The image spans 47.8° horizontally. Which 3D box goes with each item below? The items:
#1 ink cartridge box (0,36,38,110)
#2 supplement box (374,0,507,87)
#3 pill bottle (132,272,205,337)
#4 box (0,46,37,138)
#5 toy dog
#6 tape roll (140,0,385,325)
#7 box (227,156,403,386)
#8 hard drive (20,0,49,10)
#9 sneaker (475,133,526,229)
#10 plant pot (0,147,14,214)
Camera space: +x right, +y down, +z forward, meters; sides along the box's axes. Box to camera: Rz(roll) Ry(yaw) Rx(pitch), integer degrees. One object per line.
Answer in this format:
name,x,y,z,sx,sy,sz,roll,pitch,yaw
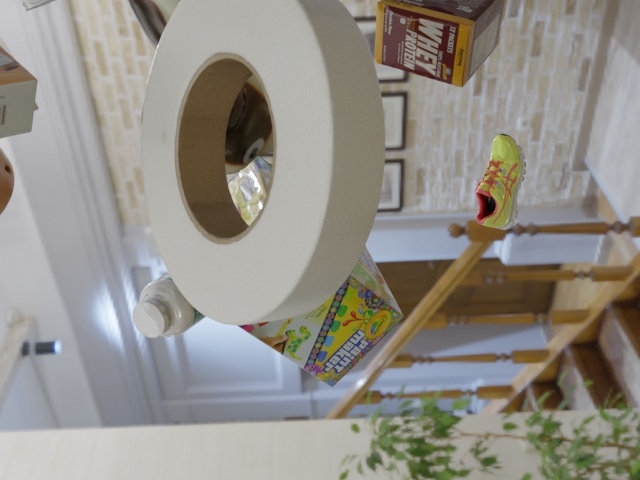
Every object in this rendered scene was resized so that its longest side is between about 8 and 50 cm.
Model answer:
ink cartridge box,-0.748,-0.454,1.594,0.261,0.066,0.296,58,169,23
supplement box,0.235,-0.422,1.409,0.194,0.191,0.129,-49,-29,-38
pill bottle,-0.344,0.144,1.774,0.264,0.146,0.146,-36,-52,-59
box,-0.496,-0.218,0.989,0.130,0.170,0.091,-27,-30,-47
toy dog,-0.157,-0.303,1.097,0.284,0.395,0.407,-27,68,57
tape roll,-0.086,-0.101,0.805,0.392,0.072,0.392,6,97,51
box,-0.049,0.043,1.224,0.279,0.177,0.290,38,-167,-26
hard drive,-0.729,-0.748,1.755,0.237,0.064,0.339,7,122,47
sneaker,0.376,-0.124,1.547,0.081,0.094,0.208,14,106,59
plant pot,-0.735,-0.132,1.388,0.203,0.291,0.290,57,-152,-68
